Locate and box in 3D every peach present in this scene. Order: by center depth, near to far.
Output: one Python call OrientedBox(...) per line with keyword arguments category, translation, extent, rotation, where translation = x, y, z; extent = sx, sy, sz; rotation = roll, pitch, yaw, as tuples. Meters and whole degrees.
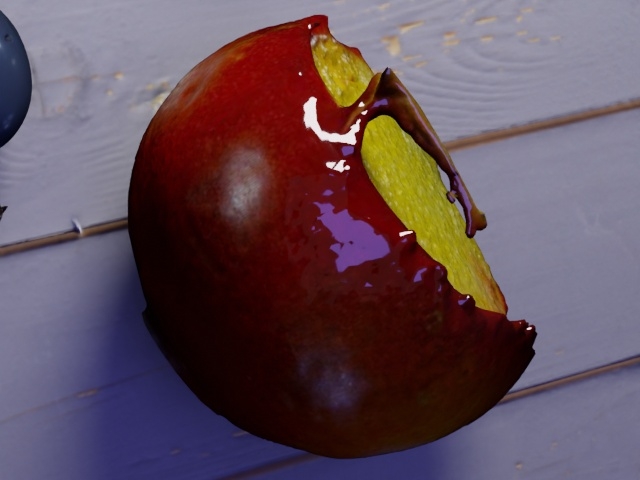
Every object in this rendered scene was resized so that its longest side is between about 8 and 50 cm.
OrientedBox(category="peach", translation=(-0.007, 0.020, 1.309), extent=(0.310, 0.335, 0.406), rotation=(-31, 108, 6))

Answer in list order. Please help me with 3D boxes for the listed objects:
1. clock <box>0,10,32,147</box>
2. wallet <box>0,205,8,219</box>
OrientedBox(category="clock", translation=(-0.370, -0.120, 1.275), extent=(0.243, 0.146, 0.199), rotation=(-29, 98, -8))
OrientedBox(category="wallet", translation=(-0.378, 0.034, 1.281), extent=(0.122, 0.031, 0.232), rotation=(22, 114, -30))
